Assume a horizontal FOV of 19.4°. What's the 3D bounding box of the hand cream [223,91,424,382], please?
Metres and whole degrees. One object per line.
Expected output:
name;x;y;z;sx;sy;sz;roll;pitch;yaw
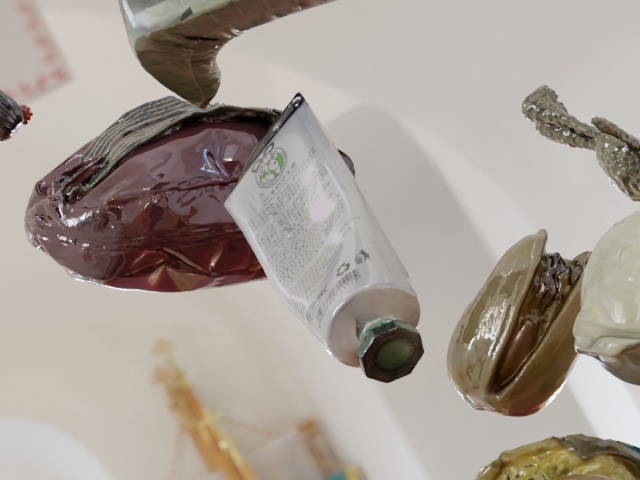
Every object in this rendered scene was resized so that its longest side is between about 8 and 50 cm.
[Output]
hand cream;0.000;0.000;1.533;0.076;0.336;0.121;32;-75;-35

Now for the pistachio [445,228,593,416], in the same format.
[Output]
pistachio;0.215;0.091;1.977;0.206;0.129;0.131;-62;4;2

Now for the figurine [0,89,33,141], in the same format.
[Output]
figurine;-0.358;-0.153;2.004;0.047;0.106;0.060;-23;25;47

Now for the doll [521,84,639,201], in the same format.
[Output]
doll;0.343;-0.082;2.078;0.091;0.203;0.286;-39;18;-13

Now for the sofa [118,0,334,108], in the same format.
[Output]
sofa;-0.078;-0.266;1.757;0.225;0.210;0.176;-22;-22;14

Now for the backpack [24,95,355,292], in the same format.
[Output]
backpack;-0.157;-0.049;1.983;0.317;0.197;0.283;-12;17;-33

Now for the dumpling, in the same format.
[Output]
dumpling;0.316;0.050;1.565;0.193;0.147;0.258;3;18;24

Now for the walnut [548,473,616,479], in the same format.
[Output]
walnut;0.201;0.245;1.480;0.167;0.087;0.211;-24;25;4

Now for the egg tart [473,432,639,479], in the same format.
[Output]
egg tart;0.242;0.318;1.746;0.290;0.291;0.107;-31;-13;12
